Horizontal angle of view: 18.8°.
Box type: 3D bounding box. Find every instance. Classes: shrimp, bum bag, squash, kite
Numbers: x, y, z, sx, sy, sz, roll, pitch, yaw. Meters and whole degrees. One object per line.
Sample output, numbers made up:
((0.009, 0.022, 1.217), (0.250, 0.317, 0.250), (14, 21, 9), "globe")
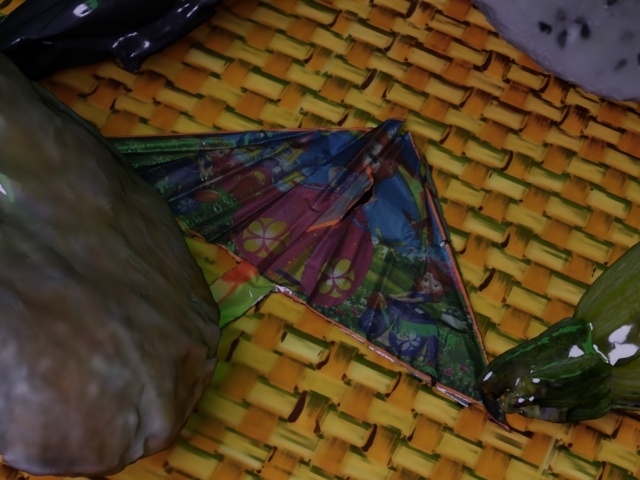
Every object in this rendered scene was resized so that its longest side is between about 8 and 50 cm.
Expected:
((-0.210, -0.036, 0.659), (0.445, 0.110, 0.221), (26, 30, -36), "shrimp")
((-0.069, -0.135, 0.902), (0.248, 0.123, 0.060), (-48, 116, -35), "bum bag")
((0.217, 0.012, 0.844), (0.340, 0.094, 0.094), (-12, 52, -23), "squash")
((0.000, 0.000, 0.853), (0.241, 0.014, 0.183), (36, 51, 17), "kite")

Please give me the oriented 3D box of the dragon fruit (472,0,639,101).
((0.191, -0.197, 0.961), (0.283, 0.204, 0.221), (-34, 23, 6), "dragon fruit")
